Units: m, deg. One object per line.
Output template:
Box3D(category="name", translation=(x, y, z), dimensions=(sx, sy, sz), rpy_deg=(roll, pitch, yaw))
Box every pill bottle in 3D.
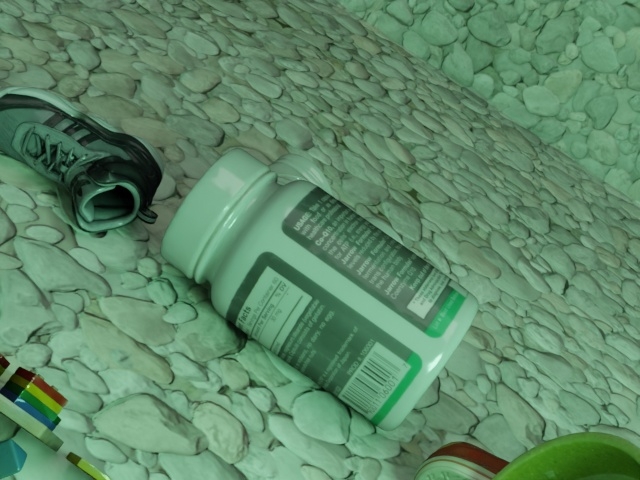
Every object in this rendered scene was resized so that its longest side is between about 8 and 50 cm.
Box3D(category="pill bottle", translation=(-0.004, 0.054, 1.219), dimensions=(0.361, 0.204, 0.204), rpy_deg=(36, 29, 6))

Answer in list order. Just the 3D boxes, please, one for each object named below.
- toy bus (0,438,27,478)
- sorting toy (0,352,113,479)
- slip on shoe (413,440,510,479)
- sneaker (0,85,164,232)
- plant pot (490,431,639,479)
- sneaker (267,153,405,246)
Box3D(category="toy bus", translation=(-0.315, 0.210, 0.772), dimensions=(0.202, 0.104, 0.190), rpy_deg=(-109, 176, -61))
Box3D(category="sorting toy", translation=(-0.280, 0.137, 0.899), dimensions=(0.275, 0.132, 0.046), rpy_deg=(34, 72, 4))
Box3D(category="slip on shoe", translation=(0.262, 0.335, 1.137), dimensions=(0.331, 0.123, 0.101), rpy_deg=(29, 24, 5))
Box3D(category="sneaker", translation=(-0.323, -0.100, 1.254), dimensions=(0.269, 0.101, 0.153), rpy_deg=(21, 28, -24))
Box3D(category="plant pot", translation=(0.294, 0.374, 0.964), dimensions=(0.254, 0.276, 0.276), rpy_deg=(42, 25, -19))
Box3D(category="sneaker", translation=(0.000, 0.000, 1.437), dimensions=(0.305, 0.114, 0.152), rpy_deg=(40, 43, 23))
